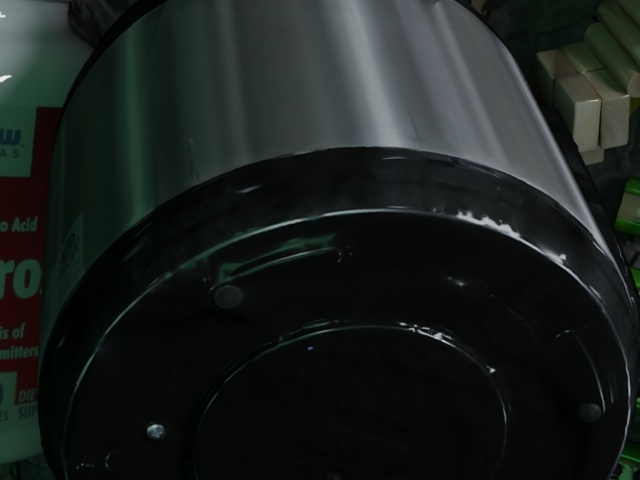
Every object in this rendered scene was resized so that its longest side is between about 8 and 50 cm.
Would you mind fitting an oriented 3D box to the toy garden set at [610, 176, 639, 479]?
[{"bbox_3d":[0.208,0.070,1.131,0.204,0.049,0.244,17,101,11],"label":"toy garden set"}]

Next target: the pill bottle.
[{"bbox_3d":[-0.288,-0.047,1.145,0.229,0.229,0.407,9,101,13],"label":"pill bottle"}]

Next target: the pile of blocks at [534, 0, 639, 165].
[{"bbox_3d":[0.289,-0.173,1.018,0.149,0.112,0.362,21,116,-27],"label":"pile of blocks"}]

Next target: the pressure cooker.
[{"bbox_3d":[-0.005,-0.003,0.993,0.370,0.420,0.375,-28,124,11],"label":"pressure cooker"}]
